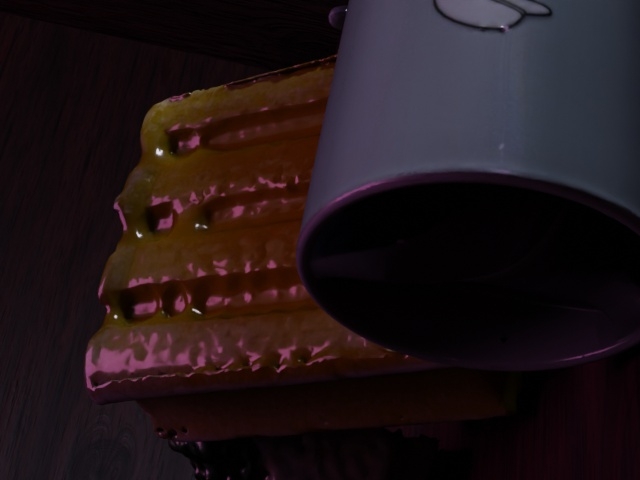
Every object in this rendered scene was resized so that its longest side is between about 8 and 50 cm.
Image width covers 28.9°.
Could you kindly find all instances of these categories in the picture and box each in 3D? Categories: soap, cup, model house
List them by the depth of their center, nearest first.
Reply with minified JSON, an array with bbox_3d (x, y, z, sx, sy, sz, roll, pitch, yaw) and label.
[{"bbox_3d":[0.107,-0.101,0.740,0.205,0.206,0.312,110,171,-59],"label":"cup"},{"bbox_3d":[0.000,0.000,0.984,0.156,0.335,0.293,44,-136,-49],"label":"soap"},{"bbox_3d":[-0.023,0.300,1.150,0.298,0.243,0.284,72,-156,-77],"label":"model house"}]

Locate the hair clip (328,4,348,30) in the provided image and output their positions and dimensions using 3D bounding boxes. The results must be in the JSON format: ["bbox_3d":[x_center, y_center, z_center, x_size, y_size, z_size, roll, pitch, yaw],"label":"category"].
[{"bbox_3d":[0.091,-0.336,0.919,0.318,0.392,0.238,113,146,-43],"label":"hair clip"}]

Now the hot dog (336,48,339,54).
[{"bbox_3d":[0.086,-0.177,1.478,0.257,0.153,0.150,142,139,-83],"label":"hot dog"}]
